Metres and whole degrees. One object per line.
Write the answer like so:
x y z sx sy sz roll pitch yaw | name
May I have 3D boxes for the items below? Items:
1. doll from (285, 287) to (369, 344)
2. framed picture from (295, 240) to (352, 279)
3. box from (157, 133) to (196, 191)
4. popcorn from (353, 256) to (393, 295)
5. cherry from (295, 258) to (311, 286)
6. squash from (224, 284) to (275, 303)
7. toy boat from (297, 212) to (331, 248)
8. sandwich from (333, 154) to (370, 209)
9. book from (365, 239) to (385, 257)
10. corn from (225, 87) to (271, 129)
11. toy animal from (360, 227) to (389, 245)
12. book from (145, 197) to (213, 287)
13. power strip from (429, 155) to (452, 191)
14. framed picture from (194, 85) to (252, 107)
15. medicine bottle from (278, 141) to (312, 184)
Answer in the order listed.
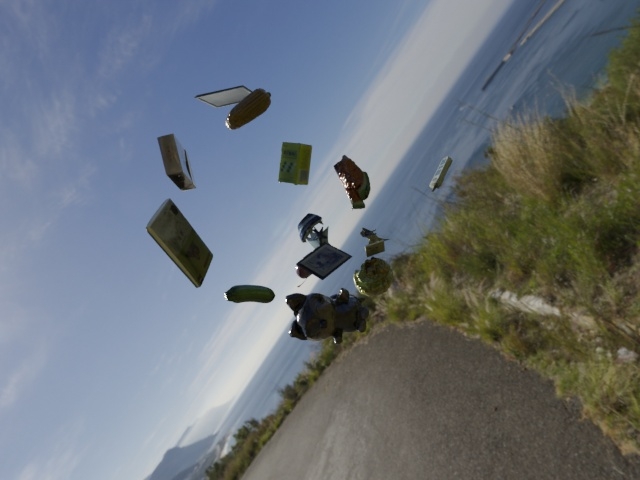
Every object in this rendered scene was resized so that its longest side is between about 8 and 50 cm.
0.024 0.362 1.971 0.379 0.381 0.253 95 177 -77 | doll
0.015 0.089 1.906 0.199 0.195 0.010 -36 -50 -26 | framed picture
-0.541 -0.288 1.576 0.066 0.150 0.233 -12 -6 -6 | box
0.293 0.202 2.276 0.221 0.204 0.184 -44 -19 -17 | popcorn
-0.116 0.194 2.560 0.188 0.115 0.148 -46 0 -1 | cherry
-0.284 0.218 1.679 0.068 0.218 0.078 -7 81 55 | squash
0.001 -0.026 2.147 0.070 0.291 0.210 -36 -34 -42 | toy boat
0.192 -0.346 2.351 0.161 0.301 0.250 -23 24 7 | sandwich
0.295 0.045 2.242 0.110 0.014 0.077 -19 -53 -9 | book
-0.298 -0.554 1.739 0.262 0.097 0.097 -48 -6 -30 | corn
0.305 -0.015 2.323 0.095 0.155 0.219 66 -159 -46 | toy animal
-0.600 0.007 1.815 0.035 0.352 0.239 -21 32 17 | book
0.500 -0.277 1.726 0.191 0.030 0.047 -60 18 -21 | power strip
-0.458 -0.719 2.075 0.217 0.273 0.017 -16 -80 -75 | framed picture
-0.149 -0.461 2.491 0.141 0.137 0.251 -7 -73 -57 | medicine bottle
